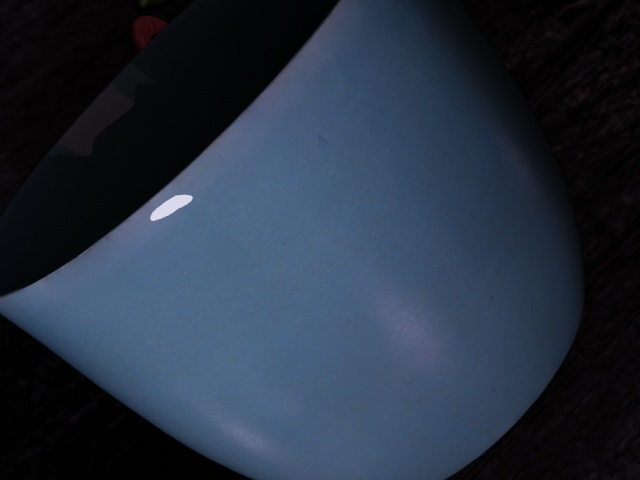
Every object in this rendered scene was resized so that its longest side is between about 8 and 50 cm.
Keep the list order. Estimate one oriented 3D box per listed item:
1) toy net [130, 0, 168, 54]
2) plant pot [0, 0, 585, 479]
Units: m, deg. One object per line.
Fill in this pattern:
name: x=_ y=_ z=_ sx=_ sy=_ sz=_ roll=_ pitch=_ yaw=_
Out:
toy net: x=-0.045 y=-0.097 z=1.080 sx=0.122 sy=0.045 sz=0.232 roll=-9 pitch=69 yaw=-32
plant pot: x=0.000 y=0.000 z=0.916 sx=0.235 sy=0.293 sz=0.293 roll=46 pitch=51 yaw=-19
